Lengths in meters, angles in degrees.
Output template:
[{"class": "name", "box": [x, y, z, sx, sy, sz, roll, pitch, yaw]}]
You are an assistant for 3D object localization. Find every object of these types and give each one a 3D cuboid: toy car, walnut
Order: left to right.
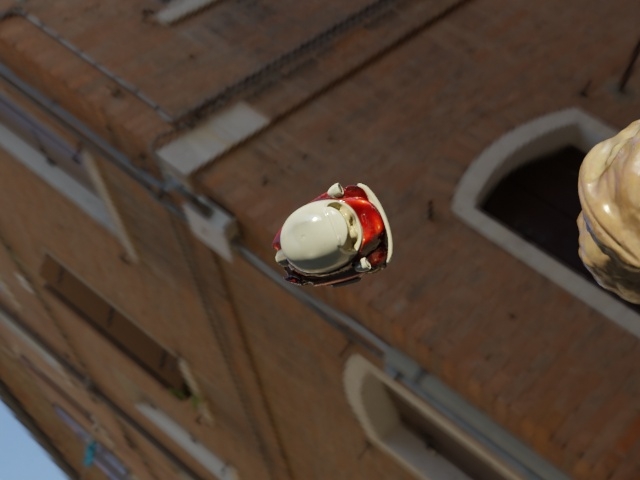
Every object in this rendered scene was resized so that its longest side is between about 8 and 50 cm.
[{"class": "toy car", "box": [0.000, 0.000, 1.339, 0.139, 0.112, 0.112, -24, -10, 22]}, {"class": "walnut", "box": [0.465, -0.046, 1.589, 0.273, 0.227, 0.273, -38, 11, 9]}]
